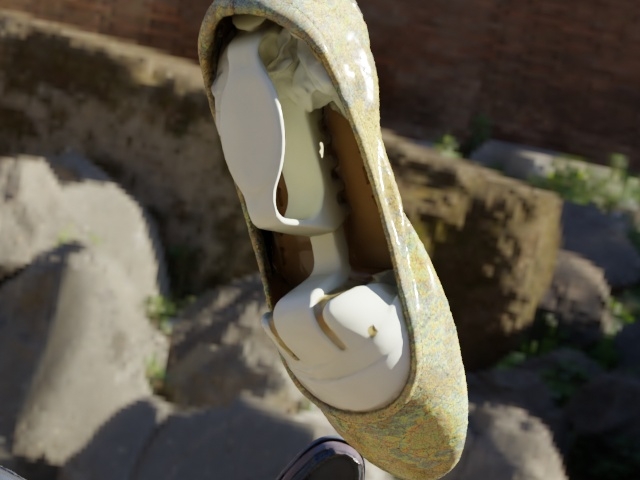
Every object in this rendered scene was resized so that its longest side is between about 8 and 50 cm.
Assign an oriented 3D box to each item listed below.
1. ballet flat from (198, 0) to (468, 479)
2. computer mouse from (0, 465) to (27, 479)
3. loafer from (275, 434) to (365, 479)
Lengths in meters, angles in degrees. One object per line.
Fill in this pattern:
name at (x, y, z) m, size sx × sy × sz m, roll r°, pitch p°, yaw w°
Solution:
ballet flat at (0.000, 0.000, 0.993) m, size 0.123 × 0.348 × 0.123 m, roll -14°, pitch 8°, yaw 2°
computer mouse at (-0.299, 0.187, 1.288) m, size 0.262 × 0.060 × 0.184 m, roll 36°, pitch 0°, yaw 35°
loafer at (-0.033, 0.363, 1.786) m, size 0.109 × 0.302 × 0.095 m, roll 27°, pitch 12°, yaw -15°
